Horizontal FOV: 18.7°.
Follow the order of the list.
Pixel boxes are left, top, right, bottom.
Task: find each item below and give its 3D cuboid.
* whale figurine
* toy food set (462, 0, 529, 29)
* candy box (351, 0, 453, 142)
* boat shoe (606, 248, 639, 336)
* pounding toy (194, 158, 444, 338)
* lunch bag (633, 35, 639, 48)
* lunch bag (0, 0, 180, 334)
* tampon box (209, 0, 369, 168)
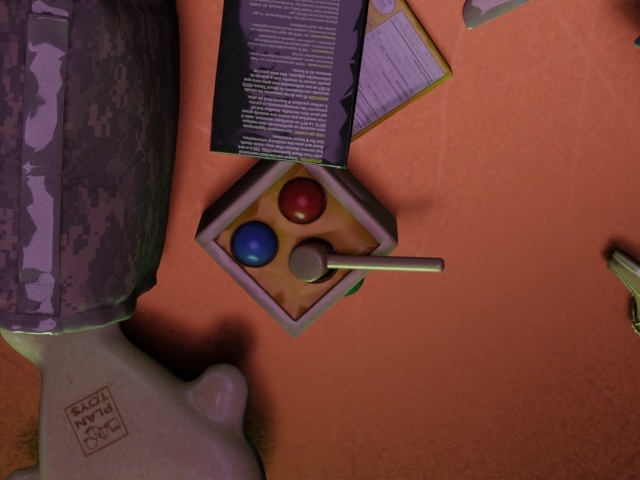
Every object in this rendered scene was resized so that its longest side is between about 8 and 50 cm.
[{"bbox_3d":[-0.148,0.155,1.517,0.216,0.141,0.272,-30,78,8],"label":"whale figurine"},{"bbox_3d":[0.130,-0.269,1.410,0.128,0.071,0.218,-19,104,6],"label":"toy food set"},{"bbox_3d":[0.001,-0.181,1.459,0.105,0.027,0.206,-32,102,12],"label":"candy box"},{"bbox_3d":[0.267,0.064,1.508,0.135,0.050,0.045,44,96,-10],"label":"boat shoe"},{"bbox_3d":[0.000,0.000,1.470,0.130,0.100,0.141,-43,100,11],"label":"pounding toy"},{"bbox_3d":[0.392,-0.125,1.398,0.223,0.160,0.262,-46,133,11],"label":"lunch bag"},{"bbox_3d":[-0.188,-0.068,1.340,0.169,0.287,0.235,4,95,-1],"label":"lunch bag"},{"bbox_3d":[-0.019,-0.147,1.391,0.101,0.120,0.161,7,107,1],"label":"tampon box"}]
